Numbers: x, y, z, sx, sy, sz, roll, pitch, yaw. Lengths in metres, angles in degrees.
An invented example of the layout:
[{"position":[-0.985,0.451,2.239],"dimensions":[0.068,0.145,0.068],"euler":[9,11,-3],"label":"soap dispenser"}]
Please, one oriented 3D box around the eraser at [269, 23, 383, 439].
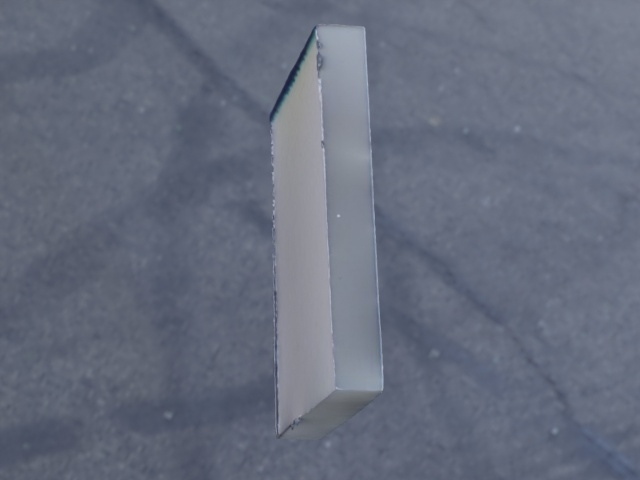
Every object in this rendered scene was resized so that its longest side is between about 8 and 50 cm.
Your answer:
[{"position":[0.000,0.000,0.617],"dimensions":[0.023,0.104,0.150],"euler":[2,72,-13],"label":"eraser"}]
